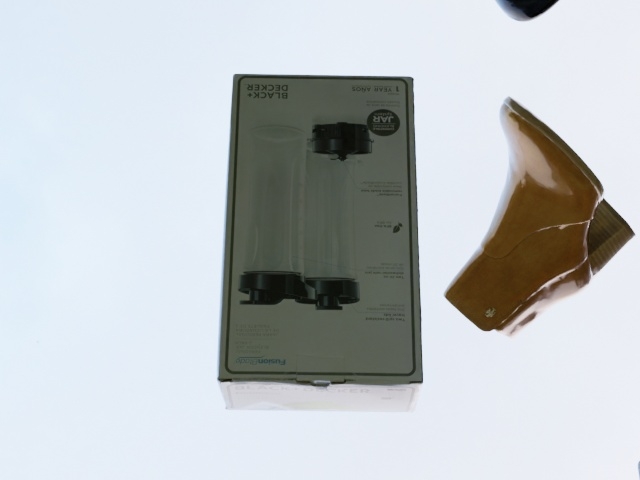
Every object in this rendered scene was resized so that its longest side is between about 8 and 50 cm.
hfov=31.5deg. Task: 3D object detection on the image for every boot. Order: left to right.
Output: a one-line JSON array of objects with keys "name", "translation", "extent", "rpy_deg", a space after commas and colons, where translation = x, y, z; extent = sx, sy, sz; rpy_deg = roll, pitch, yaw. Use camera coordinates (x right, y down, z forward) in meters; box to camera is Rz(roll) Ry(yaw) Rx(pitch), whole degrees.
[{"name": "boot", "translation": [0.215, -0.007, 1.261], "extent": [0.211, 0.104, 0.295], "rpy_deg": [-41, -48, 8]}]

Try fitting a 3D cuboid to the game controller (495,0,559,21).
[{"name": "game controller", "translation": [0.271, -0.370, 1.145], "extent": [0.067, 0.319, 0.166], "rpy_deg": [-4, -120, -44]}]

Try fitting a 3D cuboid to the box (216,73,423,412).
[{"name": "box", "translation": [0.000, 0.000, 0.990], "extent": [0.169, 0.087, 0.290], "rpy_deg": [0, -115, -1]}]

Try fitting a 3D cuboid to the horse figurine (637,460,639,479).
[{"name": "horse figurine", "translation": [0.433, 0.201, 1.085], "extent": [0.263, 0.066, 0.174], "rpy_deg": [13, -124, -1]}]
